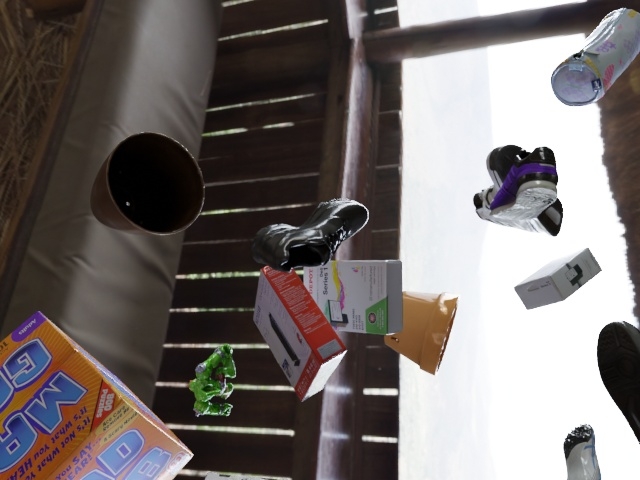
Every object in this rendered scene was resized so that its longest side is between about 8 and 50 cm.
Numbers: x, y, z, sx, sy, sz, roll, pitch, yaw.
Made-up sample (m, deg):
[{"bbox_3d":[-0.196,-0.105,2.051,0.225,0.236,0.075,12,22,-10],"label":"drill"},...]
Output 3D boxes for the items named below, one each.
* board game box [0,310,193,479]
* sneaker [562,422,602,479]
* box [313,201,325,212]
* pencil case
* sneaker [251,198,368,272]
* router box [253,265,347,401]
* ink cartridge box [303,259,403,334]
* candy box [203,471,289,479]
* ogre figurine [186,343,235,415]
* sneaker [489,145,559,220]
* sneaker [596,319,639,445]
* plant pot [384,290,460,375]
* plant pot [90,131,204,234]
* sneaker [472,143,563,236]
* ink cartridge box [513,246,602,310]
[{"bbox_3d":[-0.579,0.453,1.072,0.356,0.356,0.357,-47,146,-23],"label":"board game box"},{"bbox_3d":[0.694,0.588,1.293,0.086,0.085,0.237,47,42,-9],"label":"sneaker"},{"bbox_3d":[-0.004,-0.042,1.397,0.137,0.027,0.094,-59,152,-61],"label":"box"},{"bbox_3d":[0.638,-0.420,1.125,0.273,0.113,0.124,-42,118,-24],"label":"pencil case"},{"bbox_3d":[0.000,0.000,1.070,0.286,0.130,0.109,-26,125,-24],"label":"sneaker"},{"bbox_3d":[-0.074,0.260,1.383,0.301,0.082,0.336,54,-27,23],"label":"router box"},{"bbox_3d":[0.091,0.158,1.425,0.117,0.277,0.202,4,85,-56],"label":"ink cartridge box"},{"bbox_3d":[-0.109,0.377,0.559,0.070,0.164,0.196,49,46,-22],"label":"candy box"},{"bbox_3d":[-0.290,0.389,1.332,0.118,0.096,0.197,-4,119,-53],"label":"ogre figurine"},{"bbox_3d":[0.502,-0.142,1.206,0.293,0.102,0.146,94,4,-78],"label":"sneaker"},{"bbox_3d":[0.505,0.221,0.730,0.087,0.130,0.228,-51,-124,55],"label":"sneaker"},{"bbox_3d":[0.350,0.299,1.724,0.291,0.203,0.291,17,90,-71],"label":"plant pot"},{"bbox_3d":[-0.411,-0.100,1.091,0.215,0.230,0.216,13,72,-43],"label":"plant pot"},{"bbox_3d":[0.568,-0.139,1.564,0.447,0.257,0.169,34,70,-39],"label":"sneaker"},{"bbox_3d":[0.708,0.116,1.472,0.087,0.208,0.153,61,-27,7],"label":"ink cartridge box"}]
